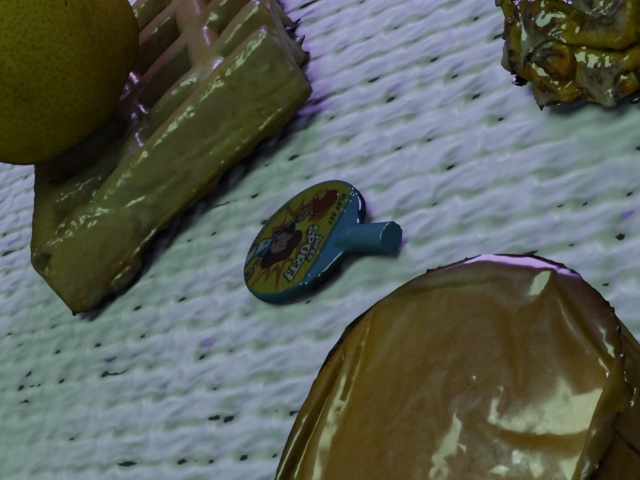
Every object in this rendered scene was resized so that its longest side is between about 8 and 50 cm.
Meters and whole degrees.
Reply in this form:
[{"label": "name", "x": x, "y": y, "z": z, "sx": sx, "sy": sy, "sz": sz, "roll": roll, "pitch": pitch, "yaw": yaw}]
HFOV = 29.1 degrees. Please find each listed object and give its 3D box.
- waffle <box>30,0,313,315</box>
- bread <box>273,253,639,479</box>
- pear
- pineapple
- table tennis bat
[{"label": "waffle", "x": -0.148, "y": -0.125, "z": 1.113, "sx": 0.304, "sy": 0.077, "sz": 0.348, "roll": -41, "pitch": 31, "yaw": 14}, {"label": "bread", "x": 0.069, "y": 0.111, "z": 0.538, "sx": 0.199, "sy": 0.104, "sz": 0.199, "roll": -28, "pitch": 40, "yaw": 26}, {"label": "pear", "x": -0.263, "y": -0.172, "z": 1.046, "sx": 0.209, "sy": 0.209, "sz": 0.209, "roll": -32, "pitch": 34, "yaw": 25}, {"label": "pineapple", "x": 0.185, "y": -0.173, "z": 0.745, "sx": 0.225, "sy": 0.076, "sz": 0.225, "roll": -31, "pitch": 36, "yaw": 26}, {"label": "table tennis bat", "x": 0.000, "y": 0.000, "z": 0.836, "sx": 0.155, "sy": 0.019, "sz": 0.100, "roll": 0, "pitch": 54, "yaw": 54}]
